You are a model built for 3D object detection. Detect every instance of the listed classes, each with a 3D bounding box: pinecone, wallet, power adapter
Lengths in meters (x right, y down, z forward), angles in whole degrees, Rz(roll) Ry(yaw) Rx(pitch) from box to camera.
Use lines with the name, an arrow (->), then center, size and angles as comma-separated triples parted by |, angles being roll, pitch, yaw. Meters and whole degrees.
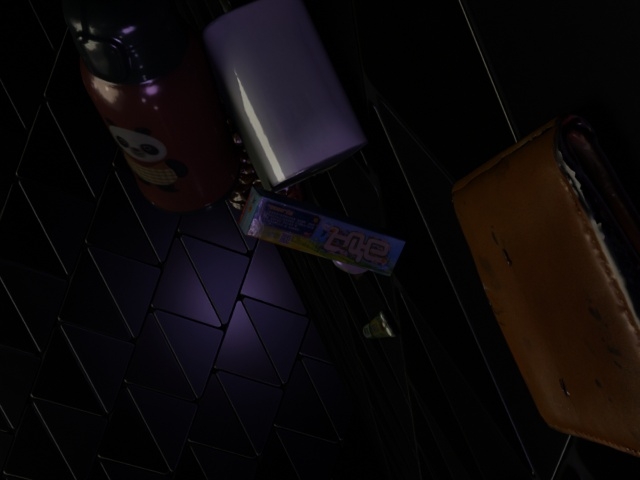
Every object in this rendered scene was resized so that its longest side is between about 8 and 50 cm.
pinecone -> -0.109, -0.144, 1.030 | 0.208, 0.207, 0.208 | 62, 172, 15
wallet -> 0.153, 0.033, 0.382 | 0.196, 0.042, 0.161 | 66, 168, 3
power adapter -> -0.058, -0.194, 0.752 | 0.255, 0.124, 0.187 | 65, 171, -2

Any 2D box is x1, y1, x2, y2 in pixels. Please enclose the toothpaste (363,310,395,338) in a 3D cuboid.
toothpaste -> 0.104, 0.158, 1.148 | 0.049, 0.031, 0.204 | 63, 170, 8

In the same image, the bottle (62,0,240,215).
bottle -> -0.189, -0.167, 0.734 | 0.144, 0.144, 0.336 | 60, 170, 26

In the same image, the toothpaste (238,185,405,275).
toothpaste -> 0.000, 0.000, 0.740 | 0.070, 0.193, 0.044 | -67, 26, 13

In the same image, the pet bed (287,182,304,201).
pet bed -> -0.093, -0.160, 1.367 | 0.201, 0.053, 0.201 | 56, 168, 19

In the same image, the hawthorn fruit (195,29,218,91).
hawthorn fruit -> -0.247, -0.325, 1.310 | 0.185, 0.202, 0.185 | 58, 178, 3

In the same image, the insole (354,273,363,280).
insole -> 0.065, 0.048, 1.159 | 0.045, 0.002, 0.135 | 63, 173, 12
